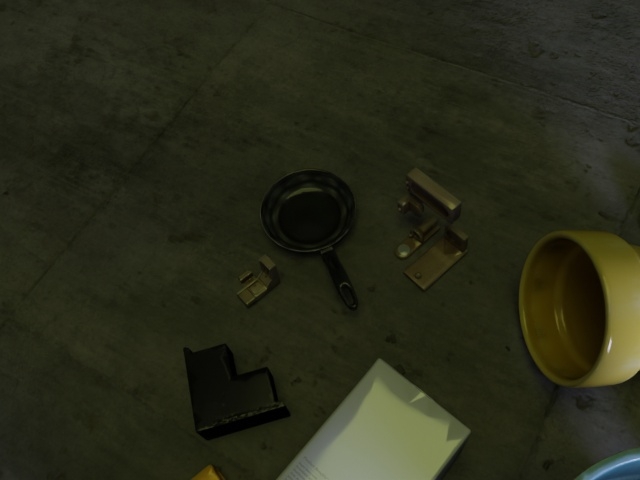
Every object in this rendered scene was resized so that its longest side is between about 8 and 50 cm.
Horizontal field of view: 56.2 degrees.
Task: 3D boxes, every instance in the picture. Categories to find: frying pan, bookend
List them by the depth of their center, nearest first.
[{"bbox_3d":[-0.151,0.254,1.074,0.156,0.072,0.157,-16,60,-3],"label":"bookend"},{"bbox_3d":[0.020,-0.021,1.212,0.197,0.053,0.326,-42,67,-15],"label":"frying pan"}]

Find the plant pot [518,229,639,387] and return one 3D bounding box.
[{"bbox_3d":[0.496,0.109,0.985,0.239,0.254,0.254,0,61,-10],"label":"plant pot"}]

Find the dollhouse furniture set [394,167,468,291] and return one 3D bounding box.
[{"bbox_3d":[0.188,-0.019,1.133,0.123,0.151,0.144,-40,62,-14],"label":"dollhouse furniture set"}]

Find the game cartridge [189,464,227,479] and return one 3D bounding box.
[{"bbox_3d":[-0.223,0.569,0.932,0.324,0.052,0.285,-37,64,-10],"label":"game cartridge"}]

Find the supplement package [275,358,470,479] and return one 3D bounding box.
[{"bbox_3d":[0.070,0.366,0.926,0.177,0.175,0.293,37,72,24],"label":"supplement package"}]

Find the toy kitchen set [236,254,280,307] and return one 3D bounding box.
[{"bbox_3d":[-0.135,0.069,1.169,0.083,0.075,0.068,-38,63,-17],"label":"toy kitchen set"}]

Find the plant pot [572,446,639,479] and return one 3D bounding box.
[{"bbox_3d":[0.405,0.458,0.745,0.341,0.334,0.341,-3,62,5],"label":"plant pot"}]
